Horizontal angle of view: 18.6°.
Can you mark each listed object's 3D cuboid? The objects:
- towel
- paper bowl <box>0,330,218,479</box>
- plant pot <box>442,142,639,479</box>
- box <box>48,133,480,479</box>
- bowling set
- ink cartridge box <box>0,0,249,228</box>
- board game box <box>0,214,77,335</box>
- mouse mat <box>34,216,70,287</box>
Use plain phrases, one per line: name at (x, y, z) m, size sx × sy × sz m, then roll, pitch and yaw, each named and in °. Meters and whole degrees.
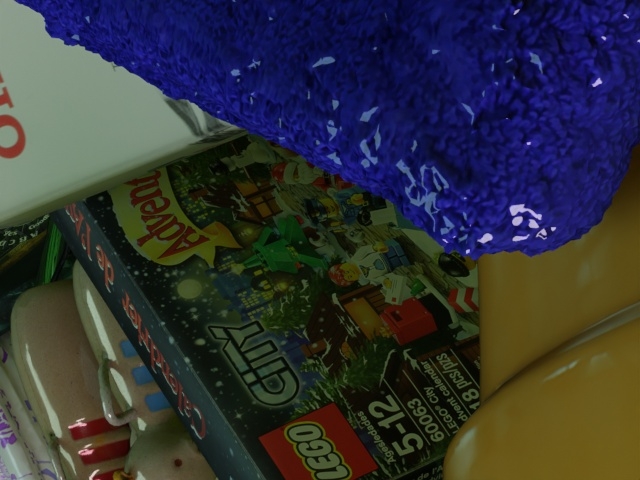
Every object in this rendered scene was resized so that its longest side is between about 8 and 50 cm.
towel at (0.031, -0.166, 0.418) m, size 0.228 × 0.076 × 0.308 m, roll 29°, pitch 99°, yaw 58°
paper bowl at (-0.148, 0.148, 1.238) m, size 0.284 × 0.148 × 0.284 m, roll 50°, pitch 152°, yaw 39°
plant pot at (0.116, -0.009, 0.447) m, size 0.205 × 0.205 × 0.188 m, roll 122°, pitch 138°, yaw -64°
box at (0.000, 0.000, 0.743) m, size 0.233 × 0.159 × 0.044 m, roll 53°, pitch 154°, yaw 32°
bowling set at (-0.065, 0.076, 0.939) m, size 0.200 × 0.287 × 0.154 m, roll -21°, pitch 83°, yaw 40°
ink cartridge box at (-0.042, -0.114, 0.653) m, size 0.092 × 0.218 × 0.158 m, roll -28°, pitch -83°, yaw -75°
board game box at (-0.194, 0.003, 1.158) m, size 0.126 × 0.186 × 0.026 m, roll 43°, pitch 163°, yaw 47°
mouse mat at (-0.131, -0.059, 1.058) m, size 0.152 × 0.007 × 0.189 m, roll 128°, pitch 150°, yaw -65°
